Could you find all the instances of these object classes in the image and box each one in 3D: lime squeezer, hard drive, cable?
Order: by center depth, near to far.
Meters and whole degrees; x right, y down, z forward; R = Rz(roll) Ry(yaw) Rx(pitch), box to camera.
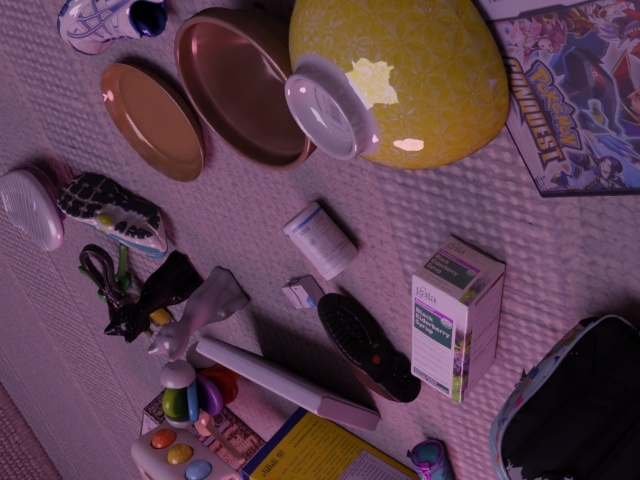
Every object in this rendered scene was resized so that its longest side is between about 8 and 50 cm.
[{"bbox_3d":[-0.061,0.265,1.959,0.308,0.040,0.203,20,175,37],"label":"hard drive"},{"bbox_3d":[-0.437,0.112,2.292,0.139,0.072,0.287,-11,124,36],"label":"cable"},{"bbox_3d":[-0.463,0.081,2.354,0.310,0.059,0.110,-21,77,60],"label":"lime squeezer"}]

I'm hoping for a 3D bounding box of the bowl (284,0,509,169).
[{"bbox_3d":[0.053,-0.181,1.194,0.289,0.156,0.289,41,158,21],"label":"bowl"}]

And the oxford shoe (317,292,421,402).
[{"bbox_3d":[0.062,0.184,1.754,0.227,0.083,0.096,53,155,-9],"label":"oxford shoe"}]

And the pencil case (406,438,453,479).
[{"bbox_3d":[0.202,0.424,1.881,0.064,0.070,0.151,5,135,28],"label":"pencil case"}]

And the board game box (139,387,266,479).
[{"bbox_3d":[-0.277,0.490,2.510,0.291,0.141,0.232,40,150,11],"label":"board game box"}]

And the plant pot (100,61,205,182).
[{"bbox_3d":[-0.273,-0.201,1.759,0.236,0.032,0.236,32,149,23],"label":"plant pot"}]

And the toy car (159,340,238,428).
[{"bbox_3d":[-0.248,0.315,2.223,0.136,0.182,0.159,21,127,30],"label":"toy car"}]

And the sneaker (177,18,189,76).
[{"bbox_3d":[-0.189,-0.272,1.549,0.067,0.042,0.118,12,138,41],"label":"sneaker"}]

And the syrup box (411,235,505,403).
[{"bbox_3d":[0.190,0.114,1.485,0.093,0.096,0.237,30,148,27],"label":"syrup box"}]

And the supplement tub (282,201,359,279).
[{"bbox_3d":[0.000,0.000,1.615,0.107,0.071,0.071,50,151,-6],"label":"supplement tub"}]

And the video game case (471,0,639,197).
[{"bbox_3d":[0.277,-0.164,1.087,0.248,0.035,0.275,1,128,52],"label":"video game case"}]

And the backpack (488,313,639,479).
[{"bbox_3d":[0.335,0.240,1.298,0.225,0.253,0.191,42,171,5],"label":"backpack"}]

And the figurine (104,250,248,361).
[{"bbox_3d":[-0.278,0.135,2.000,0.215,0.209,0.092,16,139,41],"label":"figurine"}]

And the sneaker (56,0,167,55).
[{"bbox_3d":[-0.296,-0.330,1.546,0.131,0.112,0.296,47,152,-2],"label":"sneaker"}]

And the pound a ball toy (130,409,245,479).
[{"bbox_3d":[-0.260,0.455,2.226,0.319,0.208,0.135,26,139,52],"label":"pound a ball toy"}]

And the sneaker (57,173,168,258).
[{"bbox_3d":[-0.410,-0.040,2.073,0.275,0.107,0.110,29,156,28],"label":"sneaker"}]

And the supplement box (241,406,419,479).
[{"bbox_3d":[0.049,0.522,2.072,0.357,0.194,0.195,27,146,31],"label":"supplement box"}]

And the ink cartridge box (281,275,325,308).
[{"bbox_3d":[-0.033,0.090,1.812,0.048,0.028,0.083,55,150,-14],"label":"ink cartridge box"}]

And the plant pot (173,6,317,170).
[{"bbox_3d":[-0.073,-0.217,1.398,0.237,0.110,0.237,33,147,24],"label":"plant pot"}]

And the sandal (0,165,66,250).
[{"bbox_3d":[-0.607,-0.091,2.274,0.416,0.102,0.169,22,130,58],"label":"sandal"}]
